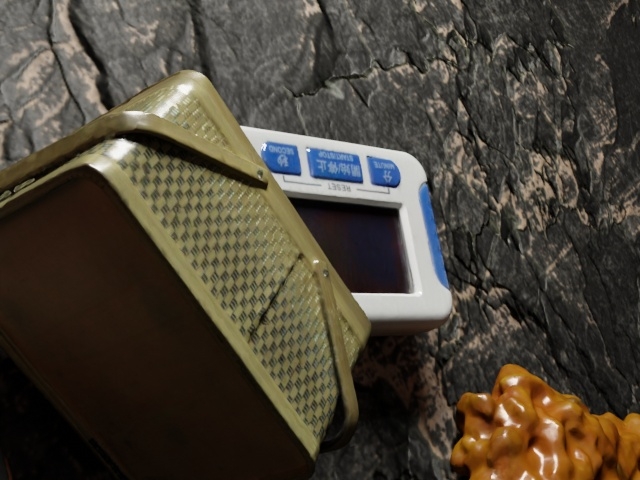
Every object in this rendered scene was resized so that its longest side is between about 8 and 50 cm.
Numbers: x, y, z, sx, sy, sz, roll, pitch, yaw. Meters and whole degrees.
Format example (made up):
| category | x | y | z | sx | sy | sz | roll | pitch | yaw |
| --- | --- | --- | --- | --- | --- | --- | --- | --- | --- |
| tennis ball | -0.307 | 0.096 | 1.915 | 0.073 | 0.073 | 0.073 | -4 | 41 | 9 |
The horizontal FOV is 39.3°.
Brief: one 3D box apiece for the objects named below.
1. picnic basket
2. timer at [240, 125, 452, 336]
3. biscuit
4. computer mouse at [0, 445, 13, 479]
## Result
| category | x | y | z | sx | sy | sz | roll | pitch | yaw |
| --- | --- | --- | --- | --- | --- | --- | --- | --- | --- |
| picnic basket | -0.098 | 0.040 | 0.595 | 0.266 | 0.165 | 0.139 | 56 | 32 | -19 |
| timer | 0.000 | 0.000 | 0.798 | 0.253 | 0.078 | 0.178 | 5 | 69 | -41 |
| biscuit | 0.249 | 0.290 | 0.867 | 0.312 | 0.110 | 0.318 | 29 | 54 | -29 |
| computer mouse | -0.238 | 0.195 | 0.407 | 0.183 | 0.116 | 0.323 | 5 | 48 | -16 |
